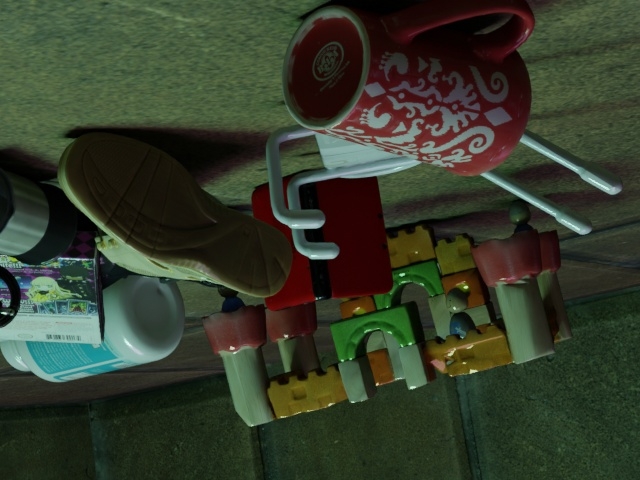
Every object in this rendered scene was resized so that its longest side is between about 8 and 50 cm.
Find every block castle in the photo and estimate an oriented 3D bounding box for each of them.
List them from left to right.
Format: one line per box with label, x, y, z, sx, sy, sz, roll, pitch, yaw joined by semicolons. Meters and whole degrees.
block castle;0.100;0.089;1.716;0.453;0.212;0.303;-16;176;17

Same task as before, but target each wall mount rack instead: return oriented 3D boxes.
wall mount rack;0.111;-0.062;1.217;0.304;0.130;0.350;-9;171;3

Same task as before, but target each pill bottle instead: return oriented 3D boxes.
pill bottle;-0.332;0.118;1.802;0.264;0.146;0.146;-15;168;32

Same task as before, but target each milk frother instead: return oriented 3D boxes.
milk frother;-0.315;0.007;1.208;0.129;0.143;0.135;-7;171;14

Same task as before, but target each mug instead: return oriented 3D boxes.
mug;0.068;-0.131;0.953;0.169;0.150;0.113;7;-161;-43

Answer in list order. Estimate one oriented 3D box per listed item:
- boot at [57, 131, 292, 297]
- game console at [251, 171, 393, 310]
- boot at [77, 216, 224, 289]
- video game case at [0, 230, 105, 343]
boot;-0.180;-0.026;1.250;0.262;0.095;0.203;28;168;-37
game console;0.000;0.000;1.424;0.124;0.144;0.085;-17;166;38
boot;-0.227;0.034;1.559;0.207;0.094;0.246;4;158;-37
video game case;-0.359;0.050;1.412;0.232;0.041;0.210;3;150;-5
